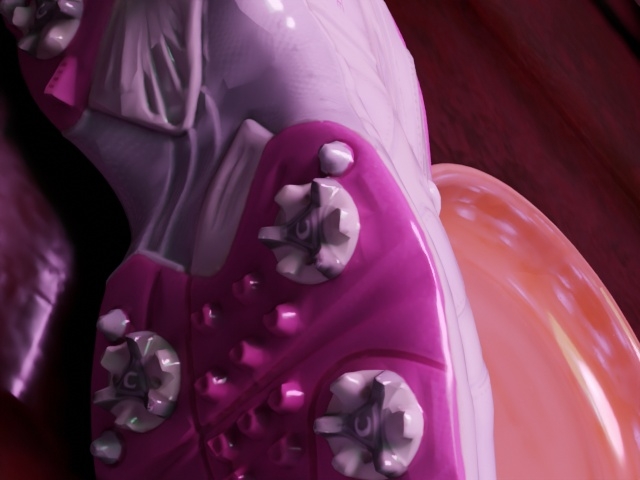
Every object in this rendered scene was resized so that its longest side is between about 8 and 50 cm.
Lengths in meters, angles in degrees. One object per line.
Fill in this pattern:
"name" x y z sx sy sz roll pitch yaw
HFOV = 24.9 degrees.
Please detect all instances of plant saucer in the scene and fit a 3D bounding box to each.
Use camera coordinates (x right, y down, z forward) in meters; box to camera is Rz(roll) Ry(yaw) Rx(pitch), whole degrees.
"plant saucer" 0.077 0.066 0.548 0.200 0.037 0.200 36 37 -33

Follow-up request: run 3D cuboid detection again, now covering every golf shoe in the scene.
"golf shoe" 0.000 0.000 0.422 0.140 0.115 0.306 19 49 -53

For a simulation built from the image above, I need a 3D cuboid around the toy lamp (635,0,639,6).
"toy lamp" 0.215 -0.156 0.914 0.274 0.080 0.080 46 32 -24
